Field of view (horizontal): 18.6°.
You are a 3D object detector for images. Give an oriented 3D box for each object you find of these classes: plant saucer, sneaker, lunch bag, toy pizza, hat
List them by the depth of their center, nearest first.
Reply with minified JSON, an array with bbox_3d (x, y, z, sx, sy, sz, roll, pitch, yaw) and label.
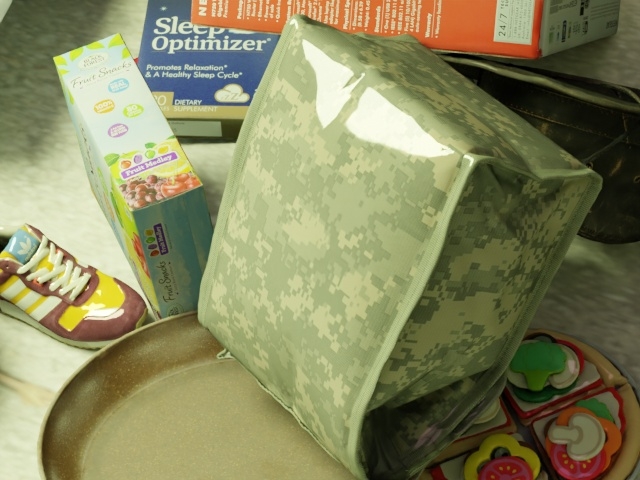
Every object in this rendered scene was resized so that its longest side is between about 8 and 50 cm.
[{"bbox_3d":[0.040,0.014,1.474,0.169,0.287,0.235,6,26,-44],"label":"lunch bag"},{"bbox_3d":[-0.064,0.161,1.527,0.310,0.050,0.310,-4,35,3],"label":"plant saucer"},{"bbox_3d":[0.158,0.145,1.544,0.201,0.032,0.201,-6,49,7],"label":"toy pizza"},{"bbox_3d":[0.220,-0.070,1.624,0.331,0.331,0.134,13,95,21],"label":"hat"},{"bbox_3d":[-0.237,0.033,1.685,0.185,0.084,0.069,15,55,23],"label":"sneaker"}]

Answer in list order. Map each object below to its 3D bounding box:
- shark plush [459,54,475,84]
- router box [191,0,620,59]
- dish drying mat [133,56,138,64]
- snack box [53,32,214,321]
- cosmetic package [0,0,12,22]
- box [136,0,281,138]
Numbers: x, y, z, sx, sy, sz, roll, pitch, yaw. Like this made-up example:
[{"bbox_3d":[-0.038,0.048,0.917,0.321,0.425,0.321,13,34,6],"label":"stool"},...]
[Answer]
[{"bbox_3d":[0.131,-0.129,1.757,0.073,0.067,0.161,8,52,18],"label":"shark plush"},{"bbox_3d":[0.088,-0.225,1.711,0.301,0.082,0.335,8,12,18],"label":"router box"},{"bbox_3d":[-0.160,-0.174,1.894,0.083,0.008,0.032,-26,52,-11],"label":"dish drying mat"},{"bbox_3d":[-0.152,-0.045,1.674,0.070,0.174,0.207,-21,49,-10],"label":"snack box"},{"bbox_3d":[-0.383,-0.270,1.880,0.284,0.097,0.377,-17,41,39],"label":"cosmetic package"},{"bbox_3d":[-0.103,-0.190,1.871,0.136,0.036,0.225,1,49,4],"label":"box"}]
